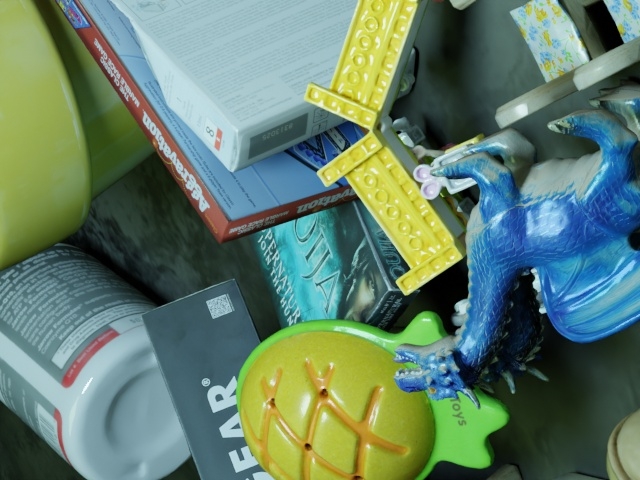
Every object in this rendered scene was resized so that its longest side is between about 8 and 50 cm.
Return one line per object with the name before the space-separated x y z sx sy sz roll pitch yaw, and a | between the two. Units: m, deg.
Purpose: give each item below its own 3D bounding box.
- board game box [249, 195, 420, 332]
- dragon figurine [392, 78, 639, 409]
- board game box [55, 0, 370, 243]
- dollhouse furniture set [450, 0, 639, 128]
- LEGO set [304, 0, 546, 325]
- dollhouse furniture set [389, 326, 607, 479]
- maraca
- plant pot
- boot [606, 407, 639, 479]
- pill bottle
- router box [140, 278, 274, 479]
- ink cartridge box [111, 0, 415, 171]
board game box | 0.000 0.000 1.204 0.126 0.026 0.186 -57 42 40
dragon figurine | 0.154 -0.002 0.948 0.289 0.085 0.144 -22 97 31
board game box | -0.076 -0.128 1.173 0.281 0.145 0.027 55 145 24
dollhouse furniture set | 0.094 -0.175 0.845 0.212 0.161 0.242 63 152 0
LEGO set | 0.070 -0.088 1.071 0.132 0.107 0.287 -10 102 26
dollhouse furniture set | 0.088 0.210 1.217 0.259 0.135 0.262 2 116 59
maraca | 0.029 0.104 1.099 0.186 0.099 0.127 -14 109 31
plant pot | -0.202 -0.134 1.302 0.254 0.239 0.254 39 144 36
boot | 0.253 0.060 0.869 0.236 0.089 0.269 27 137 33
pill bottle | -0.232 0.098 1.639 0.283 0.161 0.161 33 140 45
router box | -0.034 0.216 1.341 0.243 0.081 0.308 79 169 -65
ink cartridge box | -0.049 -0.134 1.142 0.179 0.145 0.045 45 147 32
